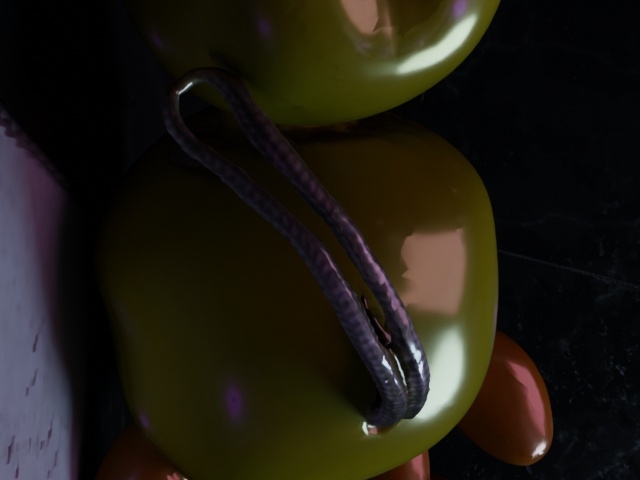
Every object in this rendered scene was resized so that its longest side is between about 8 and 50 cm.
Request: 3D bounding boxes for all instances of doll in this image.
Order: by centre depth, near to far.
[{"bbox_3d":[0.000,0.000,0.411,0.135,0.143,0.221,31,-50,56],"label":"doll"}]
